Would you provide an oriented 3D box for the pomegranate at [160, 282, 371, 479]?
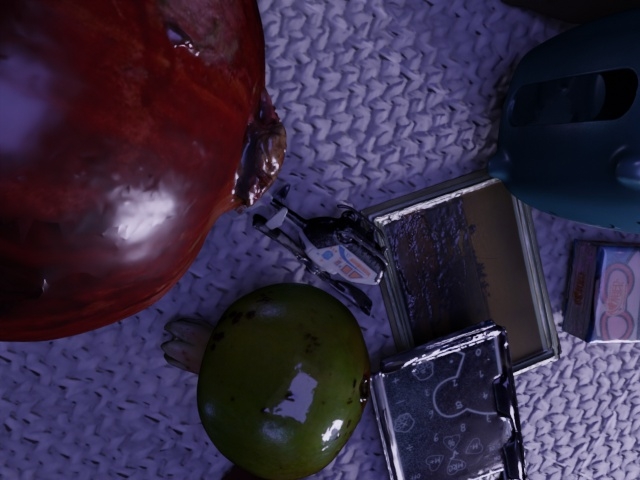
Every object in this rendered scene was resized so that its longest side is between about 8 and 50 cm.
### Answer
[{"bbox_3d":[-0.057,0.122,0.625,0.209,0.180,0.180,13,97,13],"label":"pomegranate"}]

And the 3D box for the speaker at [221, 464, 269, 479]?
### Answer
[{"bbox_3d":[0.059,0.333,0.673,0.329,0.198,0.259,22,114,-23],"label":"speaker"}]

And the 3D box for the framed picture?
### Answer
[{"bbox_3d":[0.165,0.055,0.739,0.197,0.014,0.252,-19,104,-11],"label":"framed picture"}]

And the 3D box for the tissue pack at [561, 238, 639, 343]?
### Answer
[{"bbox_3d":[0.365,0.058,0.766,0.155,0.065,0.116,3,97,-14],"label":"tissue pack"}]

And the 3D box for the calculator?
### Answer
[{"bbox_3d":[0.151,0.229,0.749,0.165,0.028,0.274,-18,110,-11],"label":"calculator"}]

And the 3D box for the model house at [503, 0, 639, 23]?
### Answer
[{"bbox_3d":[0.296,-0.329,0.602,0.219,0.199,0.229,19,93,-9],"label":"model house"}]

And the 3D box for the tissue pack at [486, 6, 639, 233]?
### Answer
[{"bbox_3d":[0.293,-0.105,0.599,0.206,0.287,0.198,4,97,-20],"label":"tissue pack"}]

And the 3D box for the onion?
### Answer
[{"bbox_3d":[-0.193,-0.092,0.449,0.341,0.341,0.341,-3,101,-14],"label":"onion"}]

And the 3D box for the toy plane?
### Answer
[{"bbox_3d":[0.000,-0.001,0.664,0.197,0.053,0.078,35,119,-21],"label":"toy plane"}]
